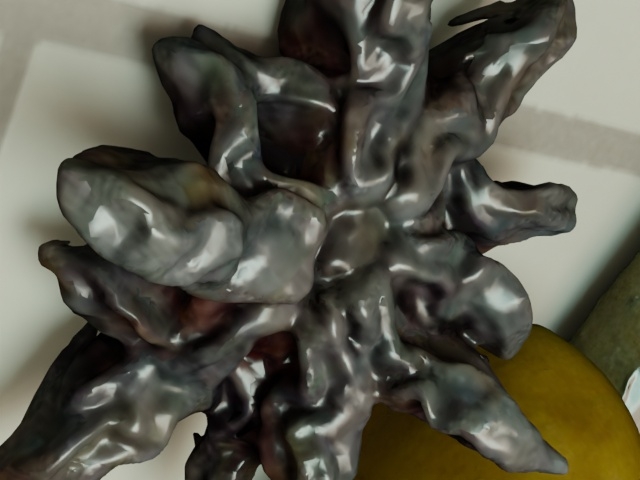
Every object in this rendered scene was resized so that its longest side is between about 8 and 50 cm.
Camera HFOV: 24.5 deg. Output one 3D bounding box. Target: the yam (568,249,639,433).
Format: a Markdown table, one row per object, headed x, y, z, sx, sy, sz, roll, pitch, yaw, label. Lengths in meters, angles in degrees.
| x | y | z | sx | sy | sz | roll | pitch | yaw | label |
| --- | --- | --- | --- | --- | --- | --- | --- | --- | --- |
| 0.199 | -0.007 | 0.687 | 0.083 | 0.083 | 0.371 | 27 | 100 | -42 | yam |

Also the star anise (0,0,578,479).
| x | y | z | sx | sy | sz | roll | pitch | yaw | label |
| --- | --- | --- | --- | --- | --- | --- | --- | --- | --- |
| 0.004 | 0.001 | 0.533 | 0.283 | 0.129 | 0.212 | -43 | 121 | -19 | star anise |

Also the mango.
| x | y | z | sx | sy | sz | roll | pitch | yaw | label |
| --- | --- | --- | --- | --- | --- | --- | --- | --- | --- |
| 0.049 | 0.163 | 0.613 | 0.254 | 0.175 | 0.139 | -56 | 148 | 11 | mango |
